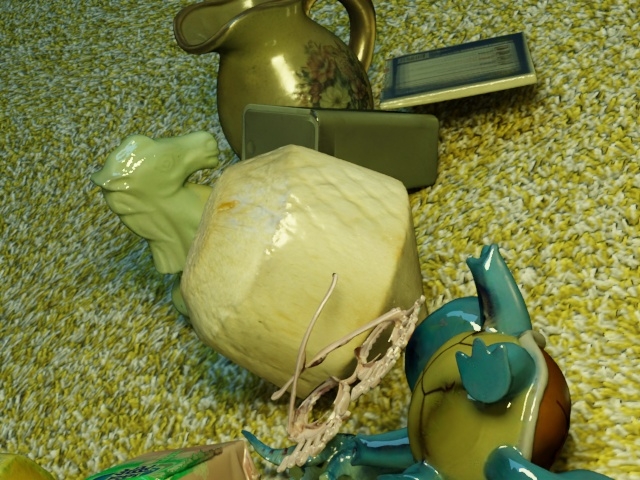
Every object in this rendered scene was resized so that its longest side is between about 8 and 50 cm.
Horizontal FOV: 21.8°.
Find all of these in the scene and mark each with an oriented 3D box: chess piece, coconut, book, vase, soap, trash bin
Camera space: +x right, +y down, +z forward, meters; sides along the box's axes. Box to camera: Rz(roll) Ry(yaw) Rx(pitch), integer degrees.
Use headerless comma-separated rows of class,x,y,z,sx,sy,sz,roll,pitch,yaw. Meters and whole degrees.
chess piece,-0.180,-0.032,2.290,0.176,0.298,0.176,-23,31,14
coconut,-0.004,0.047,2.057,0.329,0.329,0.329,-21,31,13
book,0.202,-0.252,2.460,0.228,0.018,0.322,-10,17,8
vase,-0.035,-0.283,2.548,0.329,0.302,0.241,-44,32,-26
soap,-0.193,0.298,1.879,0.218,0.098,0.273,-16,-2,18
trash bin,0.029,-0.129,2.333,0.240,0.122,0.164,-5,10,-42

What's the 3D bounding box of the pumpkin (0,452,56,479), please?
pumpkin,-0.372,0.378,1.818,0.199,0.332,0.332,-18,31,4

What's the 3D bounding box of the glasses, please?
glasses,0.019,0.142,1.858,0.255,0.095,0.162,-51,20,12

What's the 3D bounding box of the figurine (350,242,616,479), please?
figurine,0.175,0.172,1.735,0.298,0.243,0.416,-68,27,19

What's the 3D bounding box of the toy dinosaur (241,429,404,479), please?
toy dinosaur,0.019,0.259,1.897,0.329,0.076,0.144,-4,27,29
